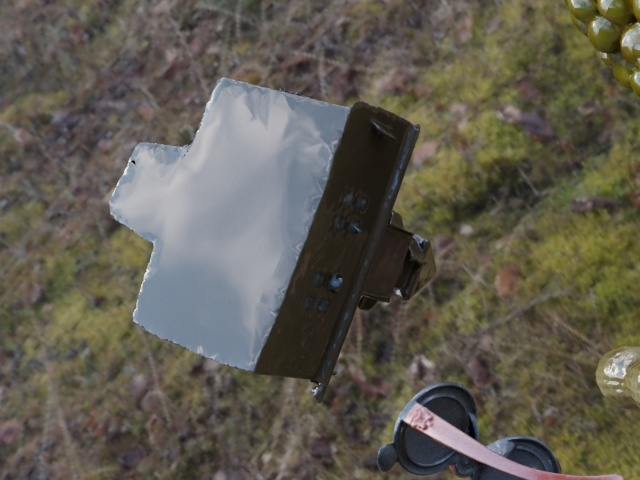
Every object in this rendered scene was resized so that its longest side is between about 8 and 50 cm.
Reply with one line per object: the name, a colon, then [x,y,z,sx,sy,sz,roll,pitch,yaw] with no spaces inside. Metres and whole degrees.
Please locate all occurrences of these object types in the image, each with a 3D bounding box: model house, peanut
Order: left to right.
model house: [0.000,0.000,0.745,0.176,0.248,0.180,22,93,36]
peanut: [0.416,0.176,1.353,0.089,0.089,0.193,-51,16,-8]

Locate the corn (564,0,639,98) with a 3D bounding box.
corn: [0.186,-0.048,0.408,0.097,0.097,0.320,-37,56,8]

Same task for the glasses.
glasses: [0.204,0.243,0.997,0.118,0.234,0.268,-55,29,-6]
